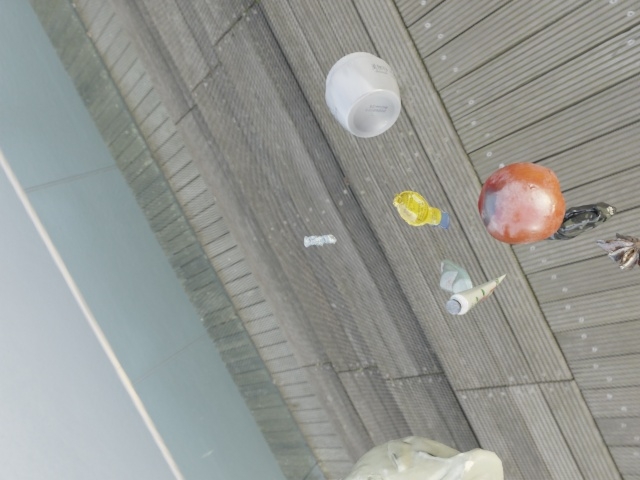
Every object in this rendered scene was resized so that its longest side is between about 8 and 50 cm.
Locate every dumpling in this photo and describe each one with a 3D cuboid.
[{"bbox_3d":[0.145,0.413,0.710,0.318,0.187,0.243,-29,120,33],"label":"dumpling"}]

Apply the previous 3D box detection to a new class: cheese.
[{"bbox_3d":[0.394,-0.112,1.853,0.250,0.157,0.064,21,150,-11],"label":"cheese"}]

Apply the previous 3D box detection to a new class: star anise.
[{"bbox_3d":[0.854,0.031,1.277,0.182,0.195,0.065,-128,18,-56],"label":"star anise"}]

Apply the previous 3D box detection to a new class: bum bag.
[{"bbox_3d":[0.710,-0.046,1.393,0.143,0.340,0.095,-25,89,-2],"label":"bum bag"}]

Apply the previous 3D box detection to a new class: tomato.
[{"bbox_3d":[0.493,-0.091,1.187,0.184,0.208,0.208,-10,107,7],"label":"tomato"}]

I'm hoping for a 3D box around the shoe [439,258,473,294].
[{"bbox_3d":[0.520,0.155,1.888,0.100,0.251,0.103,-18,113,-3],"label":"shoe"}]

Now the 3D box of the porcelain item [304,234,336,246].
[{"bbox_3d":[0.000,0.000,1.216,0.083,0.036,0.028,-5,85,14],"label":"porcelain item"}]

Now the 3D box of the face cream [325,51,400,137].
[{"bbox_3d":[0.068,-0.233,0.766,0.117,0.117,0.104,-56,40,40],"label":"face cream"}]

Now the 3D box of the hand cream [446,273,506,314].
[{"bbox_3d":[0.386,0.134,1.169,0.050,0.233,0.080,47,130,28],"label":"hand cream"}]
